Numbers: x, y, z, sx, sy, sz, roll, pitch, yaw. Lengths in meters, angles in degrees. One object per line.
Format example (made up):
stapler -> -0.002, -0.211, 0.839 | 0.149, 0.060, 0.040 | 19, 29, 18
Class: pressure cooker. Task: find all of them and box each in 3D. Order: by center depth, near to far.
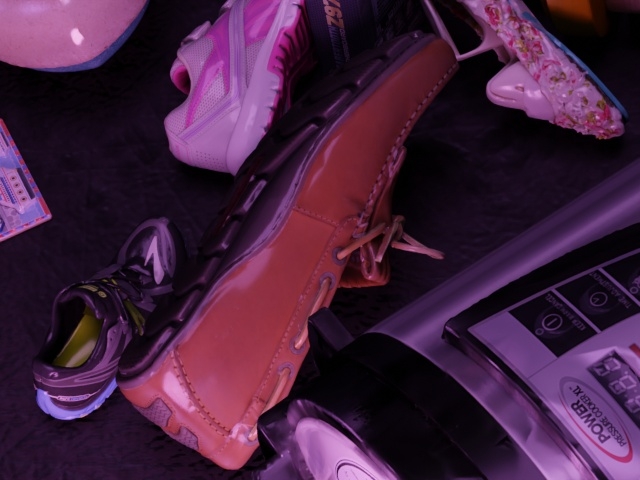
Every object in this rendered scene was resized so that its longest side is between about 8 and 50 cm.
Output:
pressure cooker -> 0.178, 0.176, 1.144 | 0.420, 0.375, 0.370 | -31, 15, -14

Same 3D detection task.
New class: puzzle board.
puzzle board -> -0.295, -0.045, 1.608 | 0.096, 0.011, 0.128 | -25, 54, -9

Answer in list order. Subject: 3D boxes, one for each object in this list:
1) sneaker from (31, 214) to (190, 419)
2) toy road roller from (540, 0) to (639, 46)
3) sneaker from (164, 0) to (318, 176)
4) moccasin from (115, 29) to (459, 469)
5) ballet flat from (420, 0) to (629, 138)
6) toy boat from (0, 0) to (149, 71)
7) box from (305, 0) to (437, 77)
sneaker -> -0.161, 0.053, 1.469 | 0.067, 0.078, 0.188 | 21, 59, 23
toy road roller -> 0.243, -0.323, 1.611 | 0.240, 0.202, 0.329 | 5, 56, 20
sneaker -> -0.067, -0.161, 1.600 | 0.111, 0.103, 0.252 | 7, 54, 12
moccasin -> 0.002, -0.001, 1.446 | 0.147, 0.139, 0.380 | 39, 63, -17
ballet flat -> 0.148, -0.160, 1.550 | 0.077, 0.091, 0.241 | -40, 81, -4
toy boat -> -0.171, -0.259, 1.681 | 0.318, 0.148, 0.267 | -22, 48, 4
box -> 0.066, -0.270, 1.610 | 0.059, 0.183, 0.233 | 20, 60, 22
